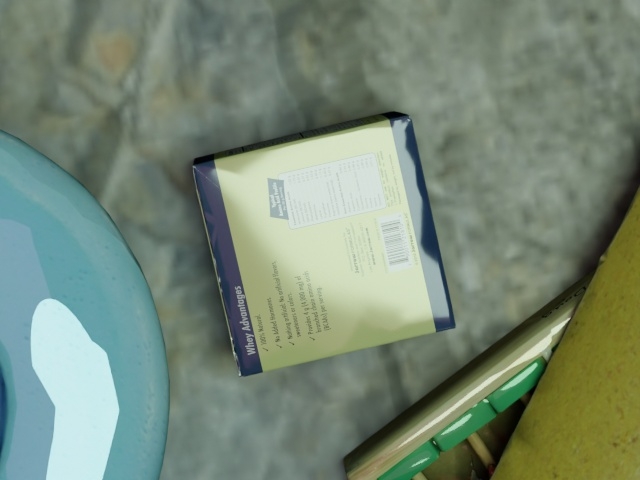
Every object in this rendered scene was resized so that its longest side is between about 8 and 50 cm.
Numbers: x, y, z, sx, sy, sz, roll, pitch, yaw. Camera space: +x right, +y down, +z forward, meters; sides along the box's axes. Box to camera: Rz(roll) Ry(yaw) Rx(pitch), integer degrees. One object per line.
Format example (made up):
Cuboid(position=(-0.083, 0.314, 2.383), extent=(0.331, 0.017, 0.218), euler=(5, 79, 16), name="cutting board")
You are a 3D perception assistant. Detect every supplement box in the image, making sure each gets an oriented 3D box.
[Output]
Cuboid(position=(0.000, 0.000, 0.689), extent=(0.083, 0.056, 0.083), euler=(-13, 96, -2), name="supplement box")

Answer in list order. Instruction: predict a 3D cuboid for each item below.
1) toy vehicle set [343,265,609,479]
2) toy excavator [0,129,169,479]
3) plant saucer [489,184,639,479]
Cuboid(position=(0.162, 0.075, 0.714), extent=(0.267, 0.035, 0.166), euler=(-37, 95, 1), name="toy vehicle set")
Cuboid(position=(-0.170, -0.020, 0.627), extent=(0.433, 0.222, 0.445), euler=(35, 79, -6), name="toy excavator")
Cuboid(position=(0.268, 0.059, 0.660), extent=(0.332, 0.081, 0.333), euler=(26, 92, -5), name="plant saucer")
